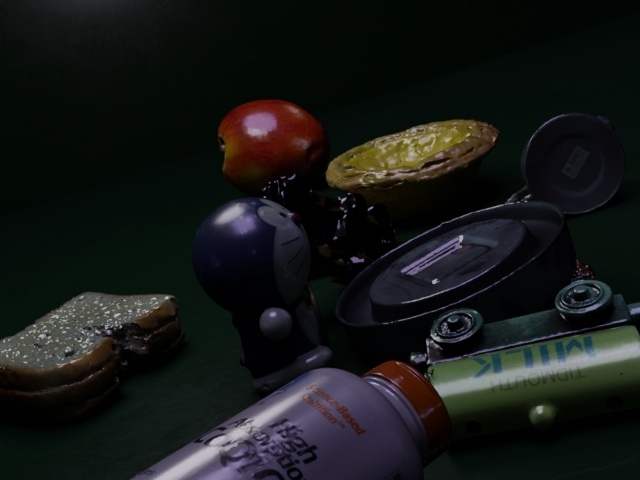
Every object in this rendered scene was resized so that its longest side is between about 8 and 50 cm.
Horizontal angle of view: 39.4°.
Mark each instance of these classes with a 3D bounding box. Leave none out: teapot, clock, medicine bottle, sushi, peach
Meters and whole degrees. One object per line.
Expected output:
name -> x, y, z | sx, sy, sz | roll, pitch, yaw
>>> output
teapot -> 0.395, -0.122, 1.487 | 0.239, 0.162, 0.149 | -46, 6, 5
clock -> -0.069, 0.064, 1.124 | 0.146, 0.243, 0.199 | -19, 18, 1
medicine bottle -> -0.022, 0.206, 0.740 | 0.288, 0.157, 0.157 | -27, 19, -33
clock -> 0.174, 0.049, 1.154 | 0.318, 0.066, 0.319 | -25, 13, 6
sushi -> 0.324, 0.044, 1.146 | 0.047, 0.050, 0.099 | -14, 27, -11
peach -> -0.112, -0.223, 2.171 | 0.281, 0.238, 0.281 | -5, 2, 0

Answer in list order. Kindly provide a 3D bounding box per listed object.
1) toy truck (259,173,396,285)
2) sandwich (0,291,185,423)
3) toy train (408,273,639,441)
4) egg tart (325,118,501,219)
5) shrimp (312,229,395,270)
toy truck -> 0.002, -0.002, 1.320 | 0.127, 0.127, 0.257 | -21, -27, 35
sandwich -> -0.360, 0.170, 1.338 | 0.249, 0.095, 0.273 | -1, 21, 34
toy train -> 0.213, 0.130, 0.897 | 0.253, 0.105, 0.157 | -13, 30, 13
egg tart -> 0.184, -0.129, 1.724 | 0.345, 0.132, 0.345 | -16, 15, 5
shrimp -> -0.013, 0.018, 1.560 | 0.294, 0.062, 0.154 | -9, 7, -1
